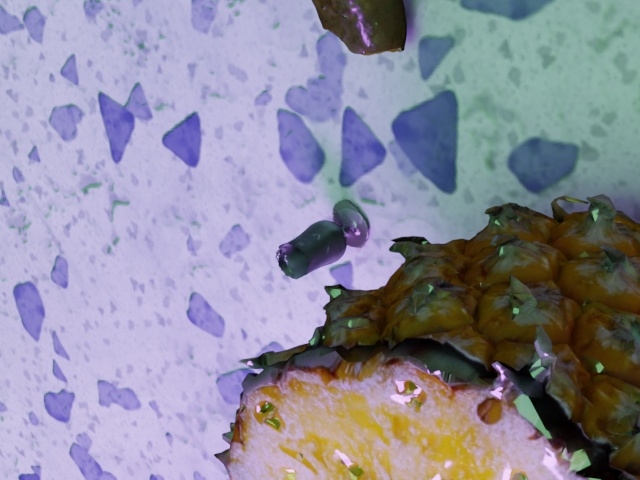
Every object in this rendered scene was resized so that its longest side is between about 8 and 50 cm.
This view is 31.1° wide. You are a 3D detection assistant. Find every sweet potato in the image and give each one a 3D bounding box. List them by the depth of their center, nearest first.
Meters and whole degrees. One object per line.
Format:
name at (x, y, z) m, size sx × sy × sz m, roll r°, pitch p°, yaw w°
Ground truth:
sweet potato at (0.009, -0.248, 0.819) m, size 0.077 × 0.077 × 0.243 m, roll -4°, pitch 106°, yaw 38°

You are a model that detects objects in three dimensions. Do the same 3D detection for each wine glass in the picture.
wine glass at (0.000, 0.000, 0.918) m, size 0.039 × 0.083 × 0.042 m, roll 6°, pitch 114°, yaw 40°

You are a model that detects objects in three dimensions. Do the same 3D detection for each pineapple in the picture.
pineapple at (0.133, 0.138, 0.729) m, size 0.352 × 0.300 × 0.352 m, roll 13°, pitch 114°, yaw 32°
